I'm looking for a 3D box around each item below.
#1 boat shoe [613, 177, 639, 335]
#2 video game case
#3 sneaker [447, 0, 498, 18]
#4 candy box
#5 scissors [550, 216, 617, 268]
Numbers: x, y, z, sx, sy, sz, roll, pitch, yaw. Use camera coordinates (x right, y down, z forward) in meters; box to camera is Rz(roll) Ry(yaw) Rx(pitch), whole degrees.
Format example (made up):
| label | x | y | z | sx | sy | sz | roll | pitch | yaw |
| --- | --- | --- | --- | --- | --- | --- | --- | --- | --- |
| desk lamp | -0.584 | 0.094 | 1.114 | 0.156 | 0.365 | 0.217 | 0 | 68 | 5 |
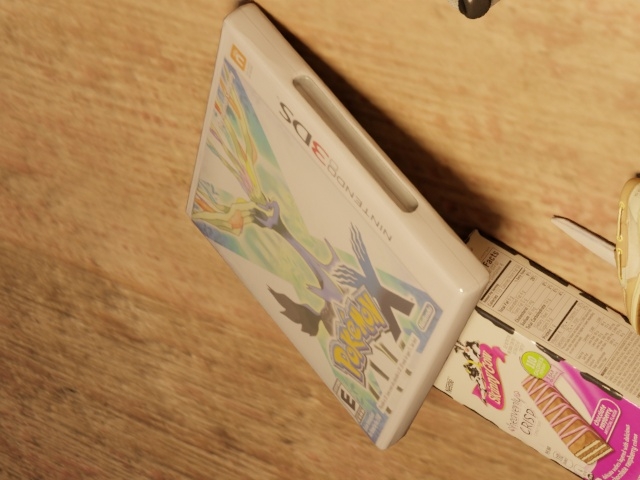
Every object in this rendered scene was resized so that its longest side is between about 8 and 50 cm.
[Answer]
| label | x | y | z | sx | sy | sz | roll | pitch | yaw |
| --- | --- | --- | --- | --- | --- | --- | --- | --- | --- |
| boat shoe | 0.239 | 0.010 | 1.325 | 0.045 | 0.050 | 0.135 | 46 | 149 | 42 |
| video game case | 0.000 | 0.000 | 1.529 | 0.300 | 0.036 | 0.329 | 50 | 156 | 16 |
| sneaker | 0.147 | -0.168 | 1.086 | 0.229 | 0.132 | 0.086 | 24 | 148 | 27 |
| candy box | 0.197 | 0.111 | 1.497 | 0.233 | 0.071 | 0.159 | 32 | 150 | 16 |
| scissors | 0.303 | 0.069 | 1.362 | 0.297 | 0.021 | 0.109 | 23 | 148 | 28 |
